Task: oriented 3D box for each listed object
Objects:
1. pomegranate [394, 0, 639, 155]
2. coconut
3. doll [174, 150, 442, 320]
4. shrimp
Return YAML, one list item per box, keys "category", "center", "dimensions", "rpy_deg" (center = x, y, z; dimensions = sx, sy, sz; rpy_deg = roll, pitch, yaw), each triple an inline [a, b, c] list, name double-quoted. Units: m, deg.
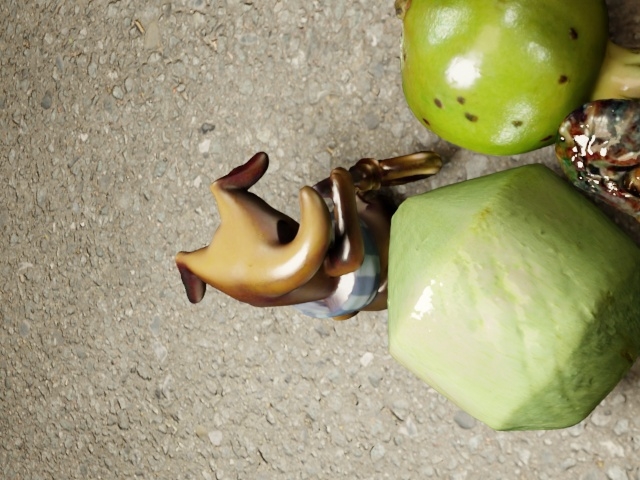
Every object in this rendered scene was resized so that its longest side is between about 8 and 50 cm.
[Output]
- category: "pomegranate"
  center: [0.249, -0.223, 0.989]
  dimensions: [0.340, 0.260, 0.261]
  rpy_deg: [9, 102, 13]
- category: "coconut"
  center: [0.219, 0.057, 1.001]
  dimensions: [0.328, 0.281, 0.329]
  rpy_deg: [-1, 78, 7]
- category: "doll"
  center: [-0.002, -0.004, 1.142]
  dimensions: [0.318, 0.339, 0.209]
  rpy_deg: [-39, 58, 39]
- category: "shrimp"
  center: [0.431, -0.053, 0.924]
  dimensions: [0.372, 0.172, 0.137]
  rpy_deg: [31, 125, -5]
